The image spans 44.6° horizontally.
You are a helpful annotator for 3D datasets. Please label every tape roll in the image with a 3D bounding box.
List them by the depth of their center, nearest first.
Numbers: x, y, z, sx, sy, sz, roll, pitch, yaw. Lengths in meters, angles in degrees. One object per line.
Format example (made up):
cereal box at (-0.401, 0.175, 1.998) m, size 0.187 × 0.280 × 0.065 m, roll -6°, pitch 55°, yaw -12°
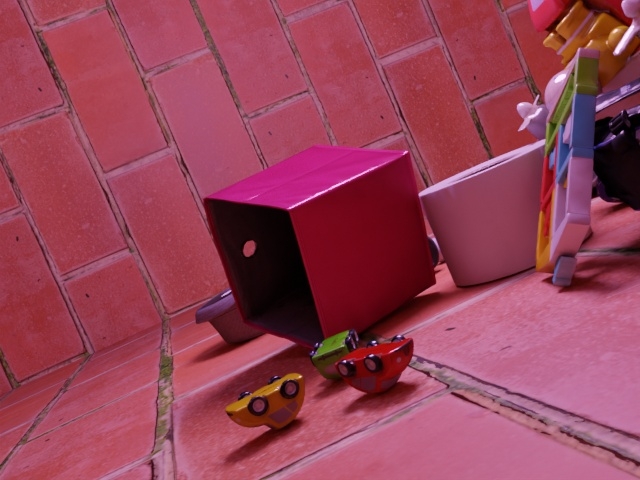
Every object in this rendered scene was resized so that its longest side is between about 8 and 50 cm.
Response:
tape roll at (0.305, -0.047, 1.305) m, size 0.246 × 0.169 × 0.246 m, roll -23°, pitch 3°, yaw 1°

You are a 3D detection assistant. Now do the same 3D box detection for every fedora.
fedora at (-0.147, 0.144, 1.786) m, size 0.275 × 0.124 × 0.243 m, roll -35°, pitch 6°, yaw -28°

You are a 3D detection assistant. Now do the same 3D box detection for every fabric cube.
fabric cube at (0.000, 0.000, 1.326) m, size 0.258 × 0.254 × 0.259 m, roll -30°, pitch 25°, yaw -32°

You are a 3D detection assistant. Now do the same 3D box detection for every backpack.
backpack at (0.492, -0.132, 0.999) m, size 0.263 × 0.213 × 0.276 m, roll -34°, pitch 5°, yaw 12°

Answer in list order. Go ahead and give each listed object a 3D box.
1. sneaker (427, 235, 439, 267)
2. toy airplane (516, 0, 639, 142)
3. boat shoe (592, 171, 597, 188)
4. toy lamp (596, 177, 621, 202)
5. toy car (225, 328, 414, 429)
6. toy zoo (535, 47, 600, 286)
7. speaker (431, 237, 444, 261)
sneaker at (0.103, 0.063, 1.592) m, size 0.276 × 0.098 × 0.135 m, roll -22°, pitch 4°, yaw 1°
toy airplane at (0.478, -0.247, 1.245) m, size 0.272 × 0.386 × 0.384 m, roll -32°, pitch 40°, yaw -22°
boat shoe at (0.541, -0.172, 1.742) m, size 0.132 × 0.130 × 0.355 m, roll -15°, pitch 6°, yaw -15°
toy lamp at (0.580, -0.128, 1.465) m, size 0.080 × 0.080 × 0.274 m, roll -21°, pitch 5°, yaw 37°
toy car at (0.017, 0.163, 0.976) m, size 0.239 × 0.053 × 0.225 m, roll -22°, pitch 3°, yaw 12°
toy zoo at (0.327, -0.079, 1.043) m, size 0.030 × 0.293 × 0.192 m, roll 8°, pitch -19°, yaw 6°
speaker at (0.291, 0.004, 1.596) m, size 0.136 × 0.055 × 0.055 m, roll -20°, pitch 5°, yaw 46°
